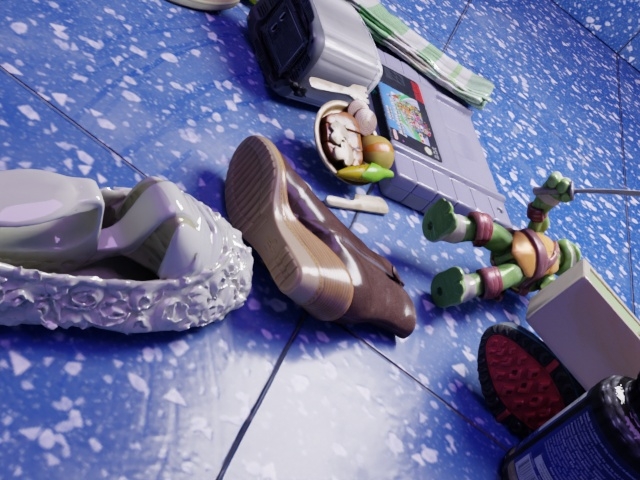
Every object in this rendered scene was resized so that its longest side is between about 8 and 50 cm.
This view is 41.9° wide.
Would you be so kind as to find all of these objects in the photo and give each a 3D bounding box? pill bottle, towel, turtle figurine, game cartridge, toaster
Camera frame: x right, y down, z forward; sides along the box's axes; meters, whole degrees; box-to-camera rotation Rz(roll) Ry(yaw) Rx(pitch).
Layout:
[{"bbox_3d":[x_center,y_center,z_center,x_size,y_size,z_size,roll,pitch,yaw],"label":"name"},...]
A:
[{"bbox_3d":[0.303,0.219,0.873,0.123,0.219,0.122,27,36,-21],"label":"pill bottle"},{"bbox_3d":[0.181,-0.358,1.541,0.325,0.038,0.248,34,22,0],"label":"towel"},{"bbox_3d":[0.287,0.013,1.091,0.266,0.197,0.275,0,19,-28],"label":"turtle figurine"},{"bbox_3d":[0.170,-0.167,1.339,0.230,0.068,0.355,26,36,-29],"label":"game cartridge"},{"bbox_3d":[-0.004,-0.283,1.235,0.146,0.129,0.227,12,44,-40],"label":"toaster"}]

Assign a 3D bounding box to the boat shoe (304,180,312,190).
[{"bbox_3d":[-0.054,-0.083,1.044,0.100,0.035,0.035,31,7,-8],"label":"boat shoe"}]

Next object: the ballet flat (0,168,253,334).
[{"bbox_3d":[-0.191,0.004,0.713,0.409,0.147,0.147,-1,51,-46],"label":"ballet flat"}]

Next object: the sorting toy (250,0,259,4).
[{"bbox_3d":[-0.090,-0.396,1.361,0.075,0.045,0.083,41,32,-13],"label":"sorting toy"}]

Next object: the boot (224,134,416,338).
[{"bbox_3d":[0.000,0.000,0.977,0.207,0.090,0.248,23,34,-45],"label":"boot"}]

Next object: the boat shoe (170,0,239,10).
[{"bbox_3d":[-0.232,-0.423,1.193,0.302,0.098,0.109,16,41,-33],"label":"boat shoe"}]

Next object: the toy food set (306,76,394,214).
[{"bbox_3d":[0.047,-0.135,1.129,0.132,0.038,0.192,3,71,-42],"label":"toy food set"}]

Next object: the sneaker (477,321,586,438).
[{"bbox_3d":[0.287,0.196,1.019,0.262,0.104,0.125,47,22,-4],"label":"sneaker"}]

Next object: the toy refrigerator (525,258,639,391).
[{"bbox_3d":[0.363,0.154,0.963,0.269,0.094,0.102,50,19,4],"label":"toy refrigerator"}]
